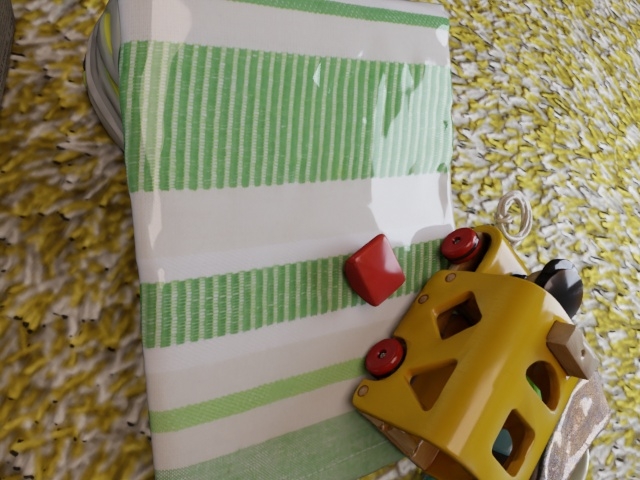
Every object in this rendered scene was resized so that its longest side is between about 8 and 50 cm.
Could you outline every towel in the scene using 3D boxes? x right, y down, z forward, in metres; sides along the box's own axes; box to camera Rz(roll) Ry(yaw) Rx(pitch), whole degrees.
[{"bbox_3d":[0.000,0.000,0.368,0.248,0.038,0.324,-8,96,-34],"label":"towel"}]

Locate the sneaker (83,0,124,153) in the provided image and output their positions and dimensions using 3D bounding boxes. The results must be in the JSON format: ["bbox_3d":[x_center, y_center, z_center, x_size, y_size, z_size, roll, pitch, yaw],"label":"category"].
[{"bbox_3d":[-0.044,-0.038,0.431,0.145,0.147,0.384,-42,95,-31],"label":"sneaker"}]

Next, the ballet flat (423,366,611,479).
[{"bbox_3d":[0.157,0.214,0.462,0.316,0.108,0.106,-37,104,-28],"label":"ballet flat"}]

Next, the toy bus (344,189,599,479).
[{"bbox_3d":[0.120,0.067,0.364,0.191,0.104,0.202,-4,95,-34],"label":"toy bus"}]

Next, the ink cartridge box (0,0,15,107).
[{"bbox_3d":[-0.247,-0.129,0.232,0.151,0.395,0.269,6,70,-22],"label":"ink cartridge box"}]
